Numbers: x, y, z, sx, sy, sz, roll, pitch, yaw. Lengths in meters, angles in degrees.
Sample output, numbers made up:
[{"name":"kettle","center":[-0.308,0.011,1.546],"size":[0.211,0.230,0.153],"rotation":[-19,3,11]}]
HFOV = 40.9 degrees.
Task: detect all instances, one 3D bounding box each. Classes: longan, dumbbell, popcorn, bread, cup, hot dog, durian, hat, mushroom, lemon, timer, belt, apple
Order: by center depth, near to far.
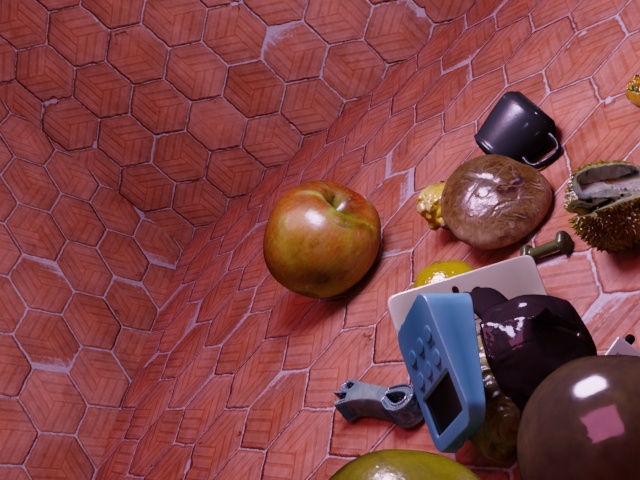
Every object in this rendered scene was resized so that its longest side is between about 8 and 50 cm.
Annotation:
[{"name":"longan","center":[0.420,0.296,1.175],"size":[0.319,0.319,0.319],"rotation":[-41,22,21]},{"name":"hat","center":[0.404,0.159,1.510],"size":[0.209,0.238,0.336],"rotation":[-40,27,21]},{"name":"timer","center":[0.218,0.242,1.551],"size":[0.232,0.091,0.250],"rotation":[106,160,-58]},{"name":"bread","center":[0.314,0.297,1.620],"size":[0.267,0.130,0.152],"rotation":[-100,16,-64]},{"name":"durian","center":[0.595,-0.059,1.688],"size":[0.237,0.137,0.193],"rotation":[2,38,8]},{"name":"dumbbell","center":[0.489,0.018,1.864],"size":[0.118,0.046,0.052],"rotation":[-27,35,44]},{"name":"lemon","center":[0.282,0.138,1.880],"size":[0.181,0.180,0.193],"rotation":[-31,21,38]},{"name":"belt","center":[0.127,0.367,1.938],"size":[0.302,0.072,0.087],"rotation":[-11,40,58]},{"name":"hot dog","center":[0.751,-0.336,1.947],"size":[0.072,0.055,0.188],"rotation":[-46,20,3]},{"name":"mushroom","center":[0.416,-0.101,2.054],"size":[0.278,0.146,0.278],"rotation":[-17,45,18]},{"name":"cup","center":[0.508,-0.261,2.182],"size":[0.176,0.169,0.223],"rotation":[-47,51,15]},{"name":"popcorn","center":[0.330,-0.089,2.220],"size":[0.148,0.167,0.152],"rotation":[94,172,-78]},{"name":"apple","center":[0.000,0.000,2.479],"size":[0.339,0.339,0.339],"rotation":[-41,22,21]}]

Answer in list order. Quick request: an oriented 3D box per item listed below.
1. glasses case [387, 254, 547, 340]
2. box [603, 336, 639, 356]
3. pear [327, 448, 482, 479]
[{"name":"glasses case","center":[0.301,0.136,1.749],"size":[0.313,0.070,0.131],"rotation":[-17,71,4]},{"name":"box","center":[0.455,0.289,1.357],"size":[0.245,0.139,0.035],"rotation":[-49,-16,-7]},{"name":"pear","center":[0.127,0.501,1.374],"size":[0.352,0.352,0.413],"rotation":[-54,12,-13]}]
